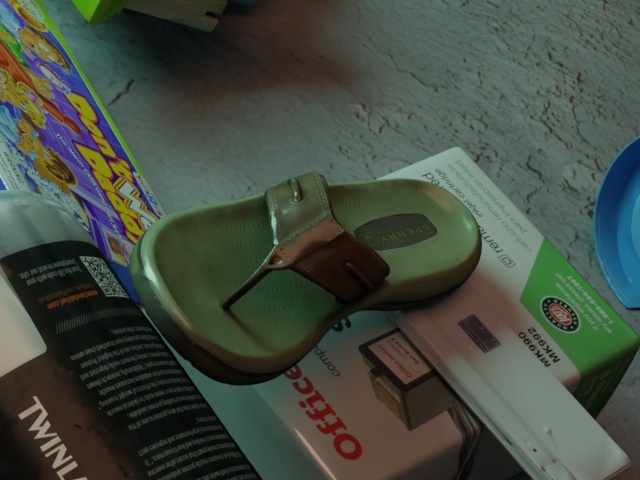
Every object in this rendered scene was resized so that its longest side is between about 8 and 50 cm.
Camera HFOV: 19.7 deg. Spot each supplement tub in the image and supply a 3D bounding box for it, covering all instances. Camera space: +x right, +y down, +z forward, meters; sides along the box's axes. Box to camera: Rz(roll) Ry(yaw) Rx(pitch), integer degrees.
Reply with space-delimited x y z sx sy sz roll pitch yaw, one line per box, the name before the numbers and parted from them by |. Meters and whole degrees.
supplement tub | -0.141 0.156 1.023 0.207 0.207 0.338 -25 70 -38

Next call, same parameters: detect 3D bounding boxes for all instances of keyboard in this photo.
keyboard | 0.097 0.066 1.212 0.072 0.014 0.256 -21 62 -42

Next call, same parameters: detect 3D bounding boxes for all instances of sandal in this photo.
sandal | 0.000 -0.001 1.137 0.303 0.086 0.120 -21 66 -47

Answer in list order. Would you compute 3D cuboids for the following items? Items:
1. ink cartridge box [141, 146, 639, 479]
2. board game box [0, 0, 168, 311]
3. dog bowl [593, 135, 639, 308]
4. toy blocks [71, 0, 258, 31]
ink cartridge box | 0.042 0.081 1.268 0.289 0.121 0.211 -23 62 -37
board game box | -0.233 -0.082 1.318 0.233 0.078 0.347 29 24 -57
dog bowl | 0.345 0.037 1.482 0.074 0.166 0.297 -5 49 -42
toy blocks | -0.139 -0.292 1.583 0.261 0.190 0.381 12 28 -39
